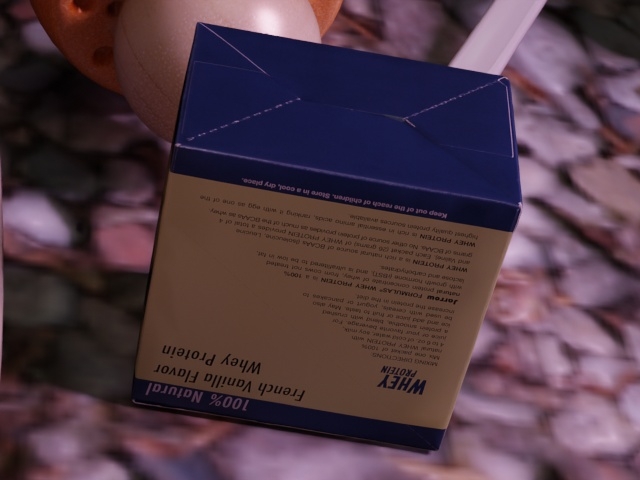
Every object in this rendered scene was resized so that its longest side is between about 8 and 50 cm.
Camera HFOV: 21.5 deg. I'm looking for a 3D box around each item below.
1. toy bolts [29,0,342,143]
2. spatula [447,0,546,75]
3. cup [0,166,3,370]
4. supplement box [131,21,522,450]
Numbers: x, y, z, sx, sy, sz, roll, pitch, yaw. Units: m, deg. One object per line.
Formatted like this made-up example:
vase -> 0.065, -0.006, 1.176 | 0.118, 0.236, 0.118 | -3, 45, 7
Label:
toy bolts -> -0.109, -0.115, 0.468 | 0.229, 0.218, 0.158 | -13, 48, -4
spatula -> 0.047, -0.148, 0.619 | 0.168, 0.019, 0.242 | 27, 58, 12
cup -> -0.211, -0.041, 0.267 | 0.237, 0.331, 0.331 | -7, 39, 4
supplement box -> 0.000, 0.000, 0.429 | 0.083, 0.083, 0.056 | 10, 38, -5
